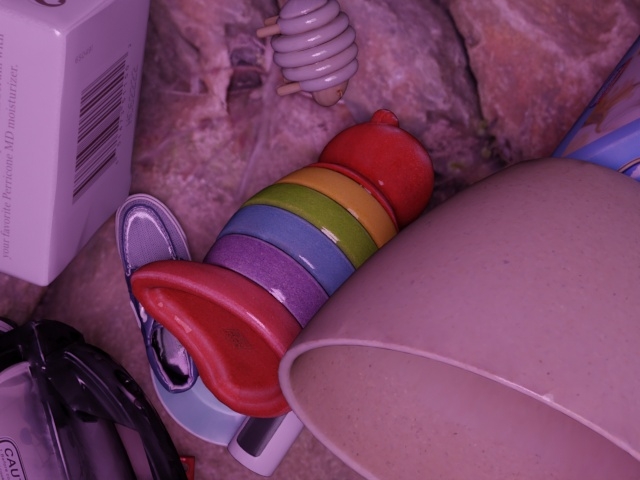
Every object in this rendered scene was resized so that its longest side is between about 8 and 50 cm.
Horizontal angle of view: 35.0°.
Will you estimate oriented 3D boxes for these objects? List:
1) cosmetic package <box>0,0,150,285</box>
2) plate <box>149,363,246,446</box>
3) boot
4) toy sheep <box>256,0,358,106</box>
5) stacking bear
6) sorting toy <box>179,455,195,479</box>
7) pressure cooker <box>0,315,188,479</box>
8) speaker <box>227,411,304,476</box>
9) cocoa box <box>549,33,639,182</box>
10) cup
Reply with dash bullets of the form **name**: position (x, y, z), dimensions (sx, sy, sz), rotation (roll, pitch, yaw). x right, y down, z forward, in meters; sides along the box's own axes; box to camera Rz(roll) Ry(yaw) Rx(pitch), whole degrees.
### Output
- **cosmetic package**: position (-0.376, -0.163, 0.805), dimensions (0.453, 0.161, 0.230), rotation (20, 126, 6)
- **plate**: position (-0.079, 0.118, 1.032), dimensions (0.188, 0.024, 0.188), rotation (-1, 97, -6)
- **boot**: position (-0.149, 0.048, 0.961), dimensions (0.069, 0.086, 0.190), rotation (-19, 97, -1)
- **toy sheep**: position (-0.009, -0.188, 0.965), dimensions (0.091, 0.091, 0.132), rotation (-22, 118, -2)
- **stacking bear**: position (0.000, 0.000, 0.929), dimensions (0.289, 0.164, 0.175), rotation (-49, 117, -32)
- **sorting toy**: position (-0.191, 0.330, 1.040), dimensions (0.132, 0.046, 0.275), rotation (0, 98, -5)
- **pressure cooker**: position (-0.287, 0.283, 0.831), dimensions (0.420, 0.375, 0.370), rotation (-23, 114, 14)
- **speaker**: position (-0.033, 0.162, 1.003), dimensions (0.055, 0.055, 0.136), rotation (33, 94, -9)
- **cocoa box**: position (0.396, -0.111, 0.875), dimensions (0.228, 0.231, 0.347), rotation (45, 62, -8)
- **cup**: position (0.168, 0.078, 0.778), dimensions (0.331, 0.331, 0.237), rotation (35, 63, -9)
